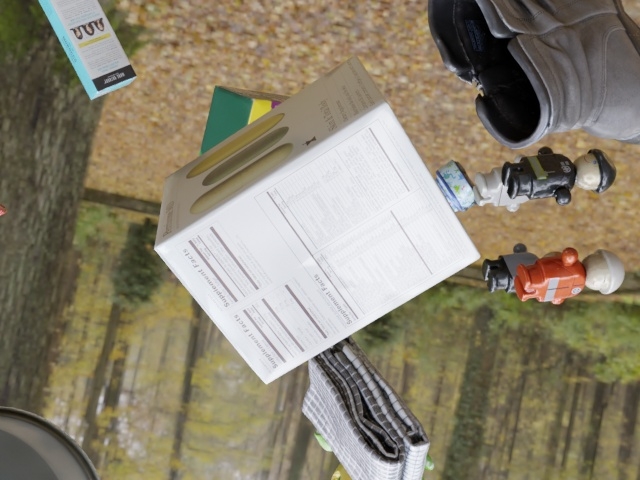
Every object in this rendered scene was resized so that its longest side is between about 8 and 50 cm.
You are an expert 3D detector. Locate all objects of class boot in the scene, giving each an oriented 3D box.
[{"bbox_3d":[0.188,-0.233,0.831,0.223,0.338,0.118,-2,142,-36],"label":"boot"}]

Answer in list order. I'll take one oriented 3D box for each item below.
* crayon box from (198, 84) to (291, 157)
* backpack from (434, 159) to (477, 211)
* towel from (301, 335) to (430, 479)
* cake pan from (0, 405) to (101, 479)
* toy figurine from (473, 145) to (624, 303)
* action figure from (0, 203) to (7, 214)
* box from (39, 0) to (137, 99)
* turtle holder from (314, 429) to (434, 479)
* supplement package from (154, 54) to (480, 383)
[{"bbox_3d":[-0.108,-0.135,1.759,0.106,0.313,0.363,23,-166,27],"label":"crayon box"},{"bbox_3d":[0.282,-0.111,1.842,0.084,0.105,0.114,-34,163,7],"label":"backpack"},{"bbox_3d":[0.072,0.325,1.577,0.283,0.121,0.235,51,161,31],"label":"towel"},{"bbox_3d":[-0.364,0.319,0.900,0.293,0.293,0.054,11,169,10],"label":"cake pan"},{"bbox_3d":[0.314,-0.020,1.203,0.148,0.213,0.209,-7,179,-7],"label":"toy figurine"},{"bbox_3d":[-0.617,0.028,1.368,0.091,0.280,0.139,43,176,-22],"label":"action figure"},{"bbox_3d":[-0.500,-0.436,1.863,0.100,0.244,0.060,-30,-172,-29],"label":"box"},{"bbox_3d":[0.124,0.541,1.878,0.227,0.320,0.243,-26,-154,-17],"label":"turtle holder"},{"bbox_3d":[-0.009,-0.028,0.933,0.198,0.263,0.199,55,-171,-24],"label":"supplement package"}]
